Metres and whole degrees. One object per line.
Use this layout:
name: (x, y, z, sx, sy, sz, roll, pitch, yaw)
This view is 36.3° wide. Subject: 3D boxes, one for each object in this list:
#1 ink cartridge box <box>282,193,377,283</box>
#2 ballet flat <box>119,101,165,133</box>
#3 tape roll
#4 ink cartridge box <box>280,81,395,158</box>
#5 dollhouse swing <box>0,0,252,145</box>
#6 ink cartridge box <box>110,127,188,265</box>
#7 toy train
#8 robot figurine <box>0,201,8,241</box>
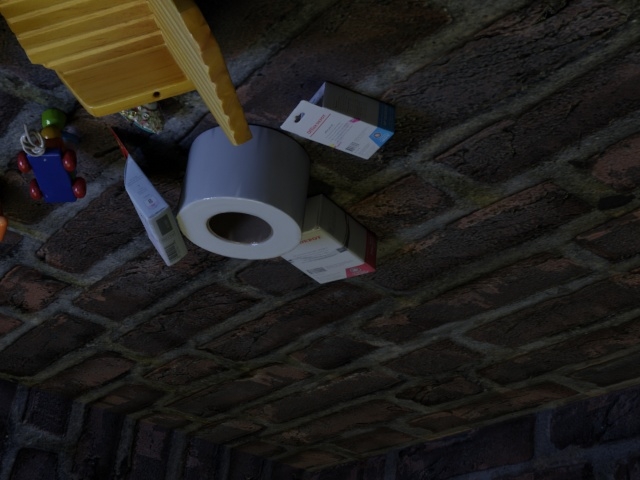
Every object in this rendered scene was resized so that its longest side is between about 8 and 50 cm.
ink cartridge box: (0.000, 0.000, 2.132, 0.159, 0.092, 0.218, -15, 147, 34)
ballet flat: (-0.350, -0.269, 1.729, 0.077, 0.091, 0.241, -36, 138, 22)
tape roll: (-0.147, -0.092, 1.914, 0.246, 0.169, 0.246, 6, 151, 3)
ink cartridge box: (0.031, -0.220, 1.753, 0.181, 0.061, 0.104, 17, 149, -20)
dollhouse swing: (-0.301, -0.277, 1.429, 0.315, 0.304, 0.346, -16, 150, 0)
ink cartridge box: (-0.355, -0.084, 1.927, 0.066, 0.232, 0.189, -37, 154, -14)
toy train: (-0.512, -0.193, 1.847, 0.105, 0.143, 0.248, -2, 146, -1)
robot figurine: (-0.760, -0.068, 2.130, 0.128, 0.158, 0.219, -16, 157, -18)
